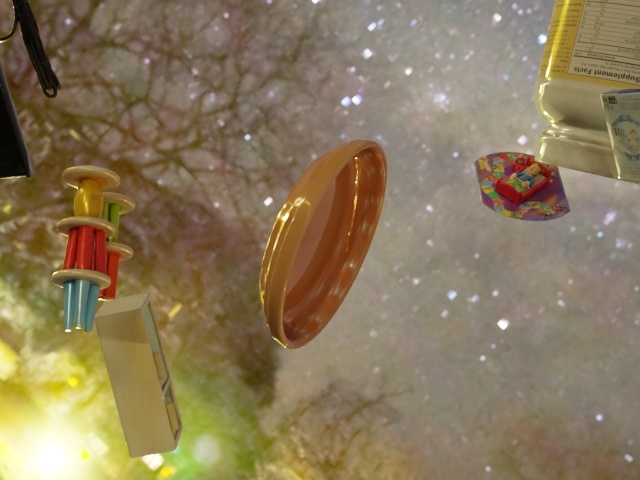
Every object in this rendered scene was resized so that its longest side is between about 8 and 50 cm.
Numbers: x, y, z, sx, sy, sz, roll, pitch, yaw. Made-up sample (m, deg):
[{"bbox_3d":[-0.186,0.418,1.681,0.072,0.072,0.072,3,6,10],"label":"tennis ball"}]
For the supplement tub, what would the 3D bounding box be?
[{"bbox_3d":[0.384,-0.232,1.171,0.241,0.331,0.241,11,8,-2],"label":"supplement tub"}]

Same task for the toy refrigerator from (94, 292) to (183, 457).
[{"bbox_3d":[-0.317,0.239,1.810,0.102,0.094,0.269,-88,168,-77],"label":"toy refrigerator"}]

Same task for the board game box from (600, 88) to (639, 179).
[{"bbox_3d":[0.316,-0.103,0.983,0.090,0.020,0.090,15,-58,66],"label":"board game box"}]

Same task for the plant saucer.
[{"bbox_3d":[0.000,0.000,0.910,0.037,0.200,0.200,24,-22,19],"label":"plant saucer"}]

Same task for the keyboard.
[{"bbox_3d":[-0.378,-0.218,1.121,0.202,0.033,0.317,-3,-67,22],"label":"keyboard"}]

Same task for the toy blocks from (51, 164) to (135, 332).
[{"bbox_3d":[-0.211,0.020,0.949,0.054,0.148,0.123,0,-18,2],"label":"toy blocks"}]

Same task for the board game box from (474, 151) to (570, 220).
[{"bbox_3d":[0.304,-0.095,1.525,0.133,0.168,0.033,4,-49,-3],"label":"board game box"}]
